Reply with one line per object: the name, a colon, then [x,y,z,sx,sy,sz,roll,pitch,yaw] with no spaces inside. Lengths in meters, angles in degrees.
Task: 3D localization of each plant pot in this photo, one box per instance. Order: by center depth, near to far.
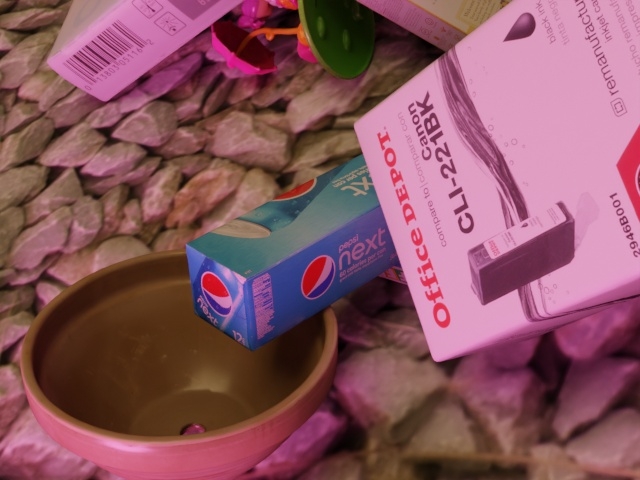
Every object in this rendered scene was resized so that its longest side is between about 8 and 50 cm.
plant pot: [-0.103,0.113,0.834,0.237,0.110,0.237,-2,34,1]

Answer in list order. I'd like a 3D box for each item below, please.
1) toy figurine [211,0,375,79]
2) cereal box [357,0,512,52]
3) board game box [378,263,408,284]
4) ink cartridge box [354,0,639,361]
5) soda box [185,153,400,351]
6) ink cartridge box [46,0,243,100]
toy figurine: [-0.044,-0.239,1.117,0.159,0.130,0.173,-6,81,35]
cereal box: [0.104,-0.284,1.043,0.240,0.047,0.173,30,64,0]
board game box: [0.111,-0.027,0.930,0.103,0.026,0.154,17,61,36]
ink cartridge box: [0.166,-0.053,0.728,0.273,0.114,0.197,-34,70,49]
soda box: [0.000,0.000,0.839,0.210,0.067,0.071,-29,40,-35]
ink cartridge box: [-0.144,-0.376,1.225,0.308,0.091,0.385,-27,42,39]
